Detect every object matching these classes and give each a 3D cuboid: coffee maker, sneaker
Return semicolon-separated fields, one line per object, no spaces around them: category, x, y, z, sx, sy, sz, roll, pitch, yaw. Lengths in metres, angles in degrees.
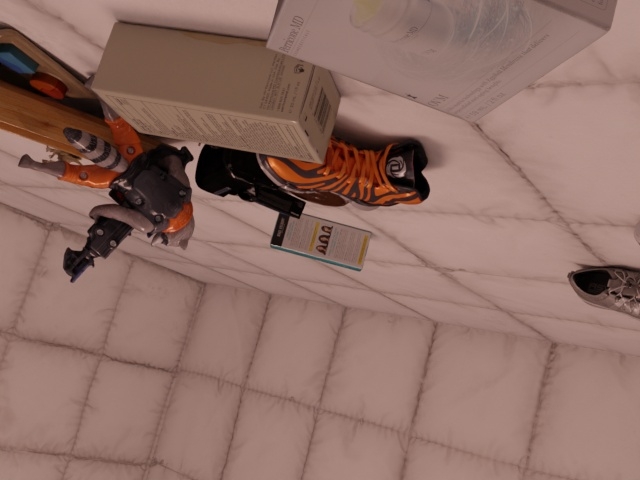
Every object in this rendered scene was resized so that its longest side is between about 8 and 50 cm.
coffee maker;-0.168;-0.155;1.354;0.171;0.120;0.178;42;157;-21
sneaker;0.060;-0.131;1.166;0.321;0.125;0.180;11;170;-43
sneaker;0.656;0.113;1.528;0.115;0.105;0.281;24;166;-37

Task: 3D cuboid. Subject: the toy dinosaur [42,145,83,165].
toy dinosaur;-0.663;-0.213;1.861;0.092;0.053;0.183;5;-176;-35

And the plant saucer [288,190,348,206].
plant saucer;-0.006;-0.107;1.533;0.168;0.029;0.168;15;169;3

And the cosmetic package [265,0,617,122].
cosmetic package;0.091;-0.223;0.600;0.224;0.138;0.224;19;168;-10

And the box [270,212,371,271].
box;0.000;0.000;1.846;0.244;0.101;0.060;16;169;0

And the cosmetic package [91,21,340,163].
cosmetic package;-0.142;-0.208;1.026;0.309;0.113;0.160;13;168;15

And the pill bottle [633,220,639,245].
pill bottle;0.565;-0.007;1.232;0.043;0.043;0.083;6;165;38

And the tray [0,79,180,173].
tray;-0.494;-0.216;1.421;0.411;0.076;0.203;18;176;-38

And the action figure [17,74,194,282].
action figure;-0.370;-0.076;1.305;0.330;0.341;0.178;40;166;-32

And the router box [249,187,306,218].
router box;-0.138;-0.106;1.593;0.179;0.046;0.133;23;179;-28

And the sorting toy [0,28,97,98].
sorting toy;-0.578;-0.307;1.290;0.307;0.041;0.229;8;166;30
